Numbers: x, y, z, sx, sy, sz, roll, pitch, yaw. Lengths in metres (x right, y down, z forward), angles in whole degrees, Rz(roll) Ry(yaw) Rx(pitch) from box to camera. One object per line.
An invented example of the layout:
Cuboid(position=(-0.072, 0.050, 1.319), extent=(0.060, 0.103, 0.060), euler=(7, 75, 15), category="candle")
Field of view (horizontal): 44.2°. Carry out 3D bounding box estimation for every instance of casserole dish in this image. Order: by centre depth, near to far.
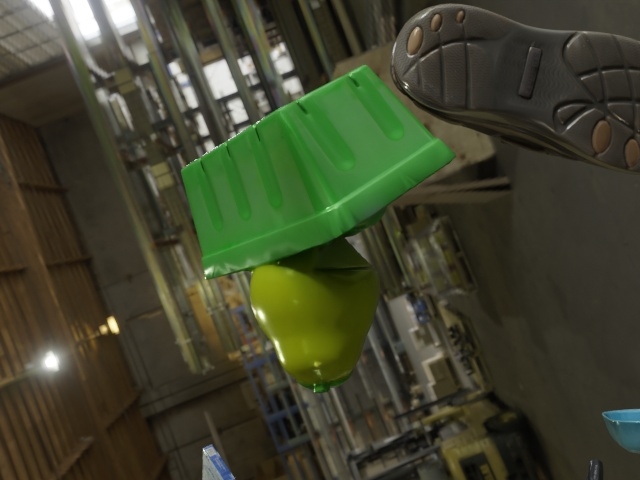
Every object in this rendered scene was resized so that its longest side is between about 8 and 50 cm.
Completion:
Cuboid(position=(0.376, 0.209, 0.870), extent=(0.188, 0.114, 0.037), euler=(32, -126, -74), category="casserole dish")

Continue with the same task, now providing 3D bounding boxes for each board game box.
Cuboid(position=(-0.156, 0.381, 1.232), extent=(0.090, 0.020, 0.090), euler=(46, 142, 36), category="board game box")

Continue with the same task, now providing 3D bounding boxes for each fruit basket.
Cuboid(position=(0.000, 0.000, 1.083), extent=(0.392, 0.283, 0.392), euler=(31, 139, 32), category="fruit basket")

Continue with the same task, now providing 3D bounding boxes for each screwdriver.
Cuboid(position=(0.385, 0.376, 1.111), extent=(0.024, 0.025, 0.170), euler=(-63, -1, 39), category="screwdriver")

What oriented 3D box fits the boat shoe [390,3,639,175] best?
Cuboid(position=(0.244, -0.158, 0.840), extent=(0.130, 0.355, 0.132), euler=(-147, 76, -84), category="boat shoe")
